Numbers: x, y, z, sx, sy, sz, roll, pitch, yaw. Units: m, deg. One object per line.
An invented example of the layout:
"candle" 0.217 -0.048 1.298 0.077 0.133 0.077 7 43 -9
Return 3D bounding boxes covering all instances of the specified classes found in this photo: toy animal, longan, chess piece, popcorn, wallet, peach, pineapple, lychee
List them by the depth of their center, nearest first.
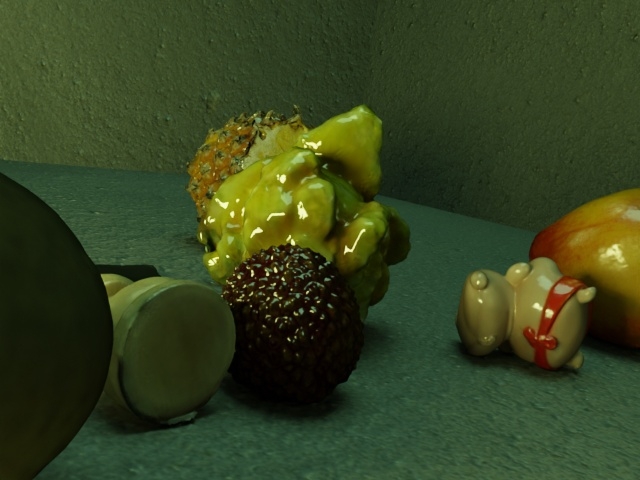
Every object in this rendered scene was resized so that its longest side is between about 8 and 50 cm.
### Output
"longan" -0.309 0.058 0.464 0.350 0.288 0.288 1 7 13
"chess piece" -0.227 0.095 0.787 0.261 0.142 0.143 9 7 41
"lychee" -0.036 0.091 0.832 0.188 0.188 0.188 8 9 -1
"popcorn" 0.008 -0.003 1.066 0.326 0.321 0.290 25 33 -41
"toy animal" 0.309 0.110 1.094 0.198 0.171 0.171 7 9 4
"wallet" -0.295 0.078 1.126 0.146 0.030 0.285 1 10 -27
"peach" 0.548 0.058 1.313 0.308 0.288 0.289 -18 2 15
"pineapple" -0.130 -0.134 1.684 0.352 0.352 0.300 2 4 -34
